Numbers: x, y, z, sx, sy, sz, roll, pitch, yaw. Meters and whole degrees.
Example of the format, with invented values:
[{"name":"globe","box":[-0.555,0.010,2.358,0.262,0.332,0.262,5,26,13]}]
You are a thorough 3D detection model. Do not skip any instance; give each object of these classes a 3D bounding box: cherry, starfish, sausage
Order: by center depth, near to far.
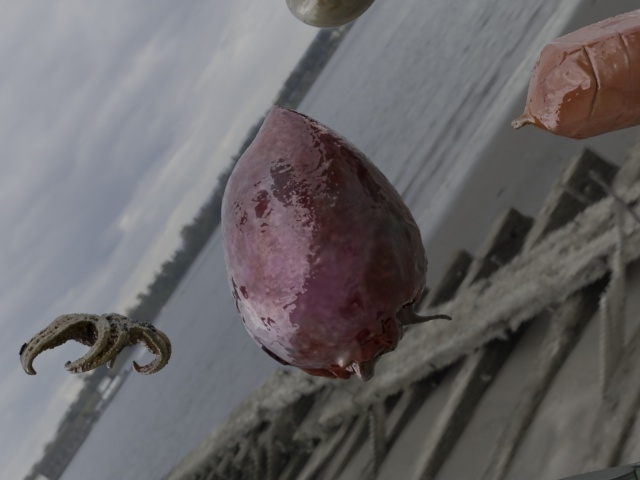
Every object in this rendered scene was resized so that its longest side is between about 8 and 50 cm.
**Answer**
[{"name":"sausage","box":[0.189,-0.100,0.564,0.170,0.065,0.065,-16,5,-1]},{"name":"cherry","box":[0.000,0.000,0.894,0.175,0.249,0.192,-9,14,44]},{"name":"starfish","box":[-0.273,0.120,1.159,0.190,0.146,0.074,6,-90,-53]}]

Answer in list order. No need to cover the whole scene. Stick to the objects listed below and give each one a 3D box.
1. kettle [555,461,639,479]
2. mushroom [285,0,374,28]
[{"name":"kettle","box":[0.253,0.269,0.851,0.127,0.147,0.098,-15,-11,13]},{"name":"mushroom","box":[-0.005,-0.359,1.223,0.206,0.209,0.206,-4,-90,-82]}]
